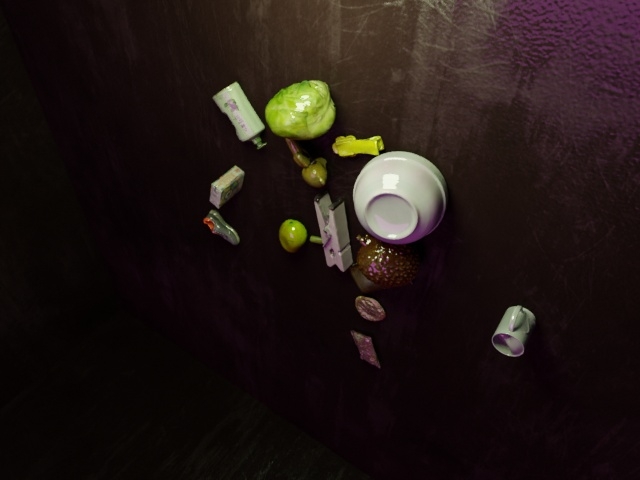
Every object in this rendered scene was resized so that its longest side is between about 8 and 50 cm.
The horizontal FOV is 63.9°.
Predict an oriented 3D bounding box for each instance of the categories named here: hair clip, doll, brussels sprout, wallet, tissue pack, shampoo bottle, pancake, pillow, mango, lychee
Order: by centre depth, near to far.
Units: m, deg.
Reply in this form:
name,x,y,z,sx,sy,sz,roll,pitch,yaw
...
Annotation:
name,x,y,z,sx,sy,sz,roll,pitch,yaw
brussels sprout,-0.058,-0.379,1.513,0.223,0.223,0.161,3,123,42
hair clip,0.111,-0.292,1.580,0.173,0.046,0.072,3,124,40
lychee,0.217,0.057,1.703,0.238,0.200,0.200,35,144,-10
doll,-0.041,-0.274,1.714,0.209,0.097,0.137,58,180,-7
shampoo bottle,-0.267,-0.420,1.777,0.118,0.087,0.234,-13,116,46
hair clip,0.048,-0.026,1.865,0.101,0.085,0.331,21,139,31
wallet,0.217,0.124,1.898,0.255,0.031,0.137,-17,110,48
mango,-0.115,-0.018,2.022,0.117,0.089,0.163,45,144,-1
tissue pack,-0.369,-0.212,2.024,0.060,0.148,0.109,36,143,8
pancake,0.199,0.274,2.066,0.139,0.022,0.139,26,141,23
pillow,0.201,0.471,2.242,0.118,0.043,0.185,14,131,43

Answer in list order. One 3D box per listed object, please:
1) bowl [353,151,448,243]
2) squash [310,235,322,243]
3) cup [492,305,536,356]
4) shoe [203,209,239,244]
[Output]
name,x,y,z,sx,sy,sz,roll,pitch,yaw
bowl,0.223,-0.104,1.515,0.287,0.144,0.287,12,126,17
squash,0.000,0.000,1.984,0.083,0.027,0.027,12,133,35
cup,0.609,0.272,1.587,0.099,0.133,0.136,37,143,11
shoe,-0.450,-0.046,2.318,0.194,0.077,0.074,52,142,-9
